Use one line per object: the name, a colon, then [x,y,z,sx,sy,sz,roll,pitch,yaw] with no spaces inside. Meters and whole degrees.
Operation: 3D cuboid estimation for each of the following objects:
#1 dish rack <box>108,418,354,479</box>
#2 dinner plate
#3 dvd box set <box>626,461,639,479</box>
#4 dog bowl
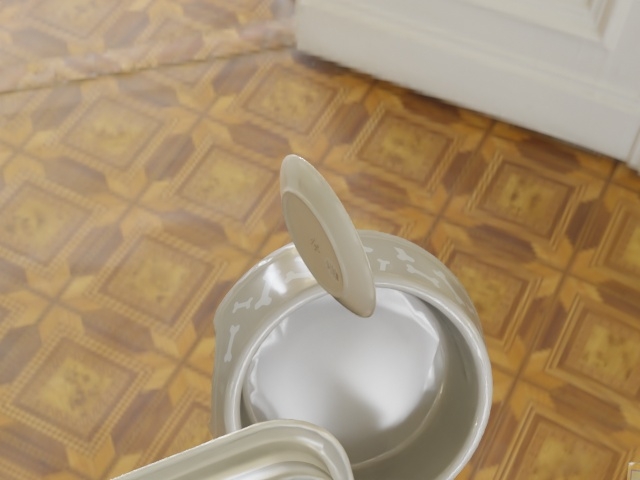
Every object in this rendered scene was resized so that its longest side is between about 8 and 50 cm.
dish rack: [-0.078,0.294,0.726,0.286,0.332,0.072,-19,25,-12]
dinner plate: [0.000,0.000,0.924,0.017,0.141,0.141,-28,60,-17]
dvd box set: [0.272,0.369,0.780,0.062,0.308,0.420,-1,75,37]
dog bowl: [0.037,0.167,1.358,0.349,0.348,0.102,-6,18,-10]
